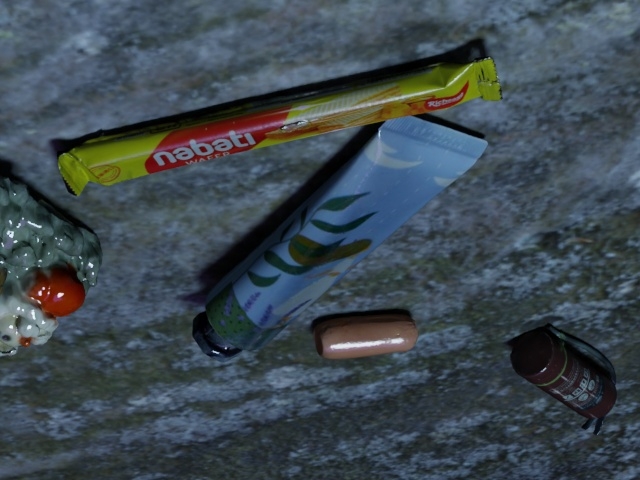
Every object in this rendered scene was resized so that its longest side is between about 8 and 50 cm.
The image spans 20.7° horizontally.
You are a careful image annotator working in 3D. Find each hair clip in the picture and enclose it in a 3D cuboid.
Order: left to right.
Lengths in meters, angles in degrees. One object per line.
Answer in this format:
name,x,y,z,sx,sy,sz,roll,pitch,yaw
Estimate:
hair clip,-0.251,0.000,1.129,0.138,0.091,0.321,-22,149,16

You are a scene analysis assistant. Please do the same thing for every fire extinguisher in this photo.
fire extinguisher,0.219,0.121,1.515,0.158,0.043,0.064,33,88,-50

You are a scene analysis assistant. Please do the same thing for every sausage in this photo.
sausage,0.037,0.076,1.397,0.083,0.034,0.034,-6,150,-8

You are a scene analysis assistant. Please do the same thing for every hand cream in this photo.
hand cream,0.000,0.000,1.242,0.091,0.058,0.271,17,136,-37

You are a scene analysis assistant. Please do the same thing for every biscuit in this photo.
biscuit,-0.029,-0.076,1.127,0.292,0.026,0.048,-12,157,7
